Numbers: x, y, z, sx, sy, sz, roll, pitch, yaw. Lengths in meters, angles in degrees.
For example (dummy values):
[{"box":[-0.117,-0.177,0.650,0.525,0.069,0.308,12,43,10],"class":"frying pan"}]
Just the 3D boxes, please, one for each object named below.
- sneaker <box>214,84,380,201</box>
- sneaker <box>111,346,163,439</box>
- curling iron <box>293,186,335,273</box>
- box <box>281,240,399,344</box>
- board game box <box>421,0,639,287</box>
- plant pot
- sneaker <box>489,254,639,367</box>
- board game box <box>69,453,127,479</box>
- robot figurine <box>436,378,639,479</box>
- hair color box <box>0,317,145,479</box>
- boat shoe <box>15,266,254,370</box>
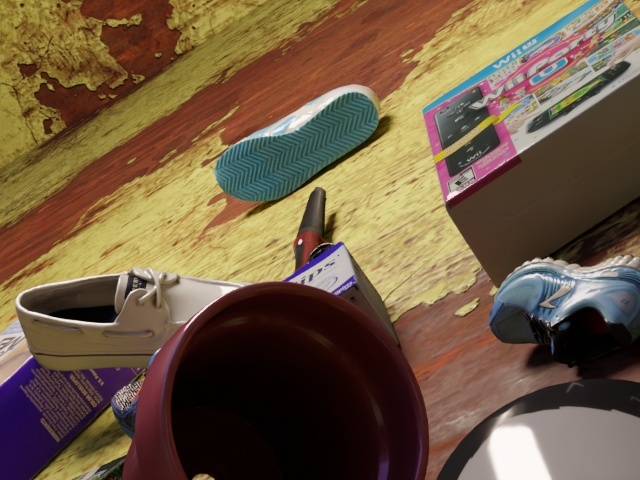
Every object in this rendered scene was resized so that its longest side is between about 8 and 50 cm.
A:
[{"box":[-0.025,-0.120,2.136,0.229,0.087,0.092,-25,11,14],"class":"sneaker"},{"box":[-0.132,0.134,1.588,0.221,0.087,0.083,-16,25,52],"class":"sneaker"},{"box":[0.000,0.000,1.800,0.068,0.035,0.274,-29,17,9],"class":"curling iron"},{"box":[-0.007,0.079,1.512,0.126,0.072,0.137,-34,15,4],"class":"box"},{"box":[0.212,-0.102,1.531,0.224,0.097,0.303,-33,15,10],"class":"board game box"},{"box":[-0.051,0.151,1.203,0.201,0.201,0.180,-47,4,-34],"class":"plant pot"},{"box":[0.172,0.054,1.218,0.162,0.063,0.073,-15,29,54],"class":"sneaker"},{"box":[-0.264,0.264,1.493,0.136,0.030,0.260,-24,5,31],"class":"board game box"},{"box":[0.132,0.164,0.760,0.278,0.174,0.209,-91,21,-72],"class":"robot figurine"},{"box":[-0.354,0.197,1.853,0.339,0.110,0.185,-46,19,-27],"class":"hair color box"},{"box":[-0.181,0.069,1.733,0.268,0.088,0.096,-4,44,18],"class":"boat shoe"}]
